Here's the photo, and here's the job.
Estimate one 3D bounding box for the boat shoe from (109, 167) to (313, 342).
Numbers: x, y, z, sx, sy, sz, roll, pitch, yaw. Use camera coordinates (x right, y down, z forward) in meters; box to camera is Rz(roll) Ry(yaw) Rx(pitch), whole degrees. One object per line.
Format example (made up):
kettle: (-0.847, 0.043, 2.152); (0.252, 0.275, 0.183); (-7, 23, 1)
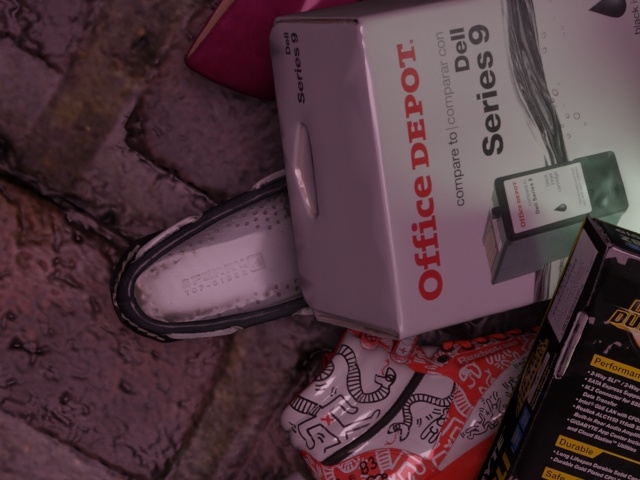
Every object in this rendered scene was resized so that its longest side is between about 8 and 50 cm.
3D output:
boat shoe: (0.000, 0.000, 1.274); (0.302, 0.091, 0.114); (-25, 92, -5)

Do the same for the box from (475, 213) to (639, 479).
box: (0.277, 0.157, 1.171); (0.322, 0.079, 0.257); (18, 104, -6)

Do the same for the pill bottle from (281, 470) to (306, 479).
pill bottle: (-0.086, 0.297, 1.229); (0.283, 0.161, 0.161); (-38, 93, -5)

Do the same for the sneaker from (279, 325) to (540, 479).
sneaker: (0.100, 0.092, 1.284); (0.270, 0.090, 0.145); (-36, 76, -17)

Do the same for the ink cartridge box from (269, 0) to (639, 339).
ink cartridge box: (0.128, -0.068, 1.212); (0.289, 0.121, 0.211); (-14, 103, -27)

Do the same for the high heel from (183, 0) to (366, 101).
high heel: (0.012, -0.283, 1.259); (0.181, 0.127, 0.377); (5, 89, -9)
